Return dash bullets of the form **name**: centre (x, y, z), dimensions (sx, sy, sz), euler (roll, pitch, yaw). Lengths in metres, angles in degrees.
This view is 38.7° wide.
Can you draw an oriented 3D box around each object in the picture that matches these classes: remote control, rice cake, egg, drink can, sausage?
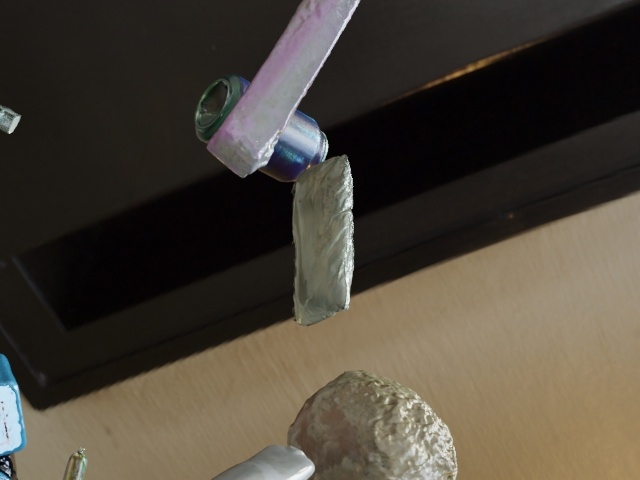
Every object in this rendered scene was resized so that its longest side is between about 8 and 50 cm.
- **remote control**: centre (-0.080, 0.280, 1.064), dimensions (0.073, 0.044, 0.229), euler (18, -166, 23)
- **rice cake**: centre (-0.018, -0.237, 1.106), dimensions (0.365, 0.073, 0.056), euler (-60, -175, -14)
- **egg**: centre (0.078, 0.347, 1.494), dimensions (0.279, 0.279, 0.310), euler (-38, -154, -23)
- **drink can**: centre (-0.092, -0.171, 1.435), dimensions (0.118, 0.205, 0.118), euler (-28, -132, 37)
- **sausage**: centre (-0.404, 0.455, 1.412), dimensions (0.033, 0.033, 0.269), euler (-2, -109, 39)

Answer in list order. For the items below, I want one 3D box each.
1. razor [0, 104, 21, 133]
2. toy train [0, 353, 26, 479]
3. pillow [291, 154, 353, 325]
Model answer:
- **razor**: centre (-0.537, -0.290, 1.393), dimensions (0.111, 0.278, 0.056), euler (28, -129, 18)
- **toy train**: centre (-0.549, 0.273, 1.195), dimensions (0.300, 0.265, 0.188), euler (-10, -166, -23)
- **pillow**: centre (0.000, 0.000, 1.268), dimensions (0.128, 0.051, 0.229), euler (-20, -115, 53)
